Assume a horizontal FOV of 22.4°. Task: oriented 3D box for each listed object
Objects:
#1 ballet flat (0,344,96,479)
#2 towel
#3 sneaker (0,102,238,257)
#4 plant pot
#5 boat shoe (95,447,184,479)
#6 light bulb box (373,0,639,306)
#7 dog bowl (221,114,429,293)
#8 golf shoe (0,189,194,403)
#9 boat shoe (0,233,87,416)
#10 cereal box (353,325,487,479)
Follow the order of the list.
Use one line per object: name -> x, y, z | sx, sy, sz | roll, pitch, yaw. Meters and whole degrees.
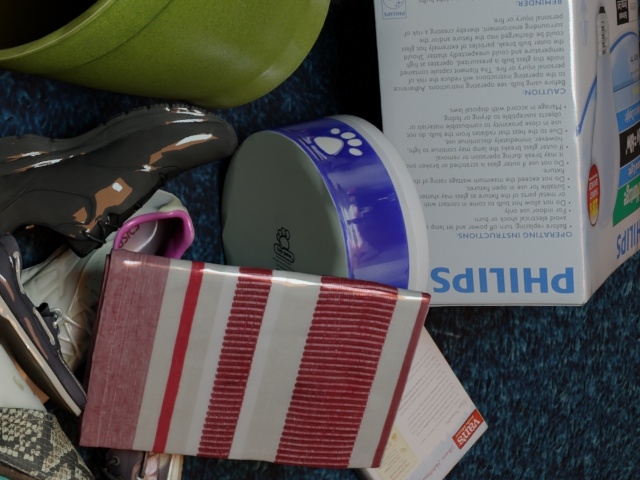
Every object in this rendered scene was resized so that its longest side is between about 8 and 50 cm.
ballet flat -> -0.390, 0.148, 1.465 | 0.483, 0.164, 0.182 | 15, 75, -37
towel -> -0.072, 0.126, 1.651 | 0.329, 0.037, 0.237 | 7, 122, -12
sneaker -> -0.218, -0.054, 1.629 | 0.286, 0.109, 0.130 | -15, 76, -3
plant pot -> -0.173, -0.288, 1.552 | 0.353, 0.366, 0.366 | 26, 80, -57
boat shoe -> -0.198, 0.227, 1.751 | 0.092, 0.103, 0.285 | 19, 85, -26
light bulb box -> 0.227, -0.135, 1.843 | 0.358, 0.225, 0.361 | -28, 115, -65
dog bowl -> 0.000, 0.000, 1.758 | 0.104, 0.265, 0.264 | -12, 103, -32
golf shoe -> -0.246, 0.063, 1.668 | 0.115, 0.140, 0.306 | 44, 72, -33
boat shoe -> -0.276, 0.084, 1.583 | 0.065, 0.075, 0.206 | -42, 118, -23
cereal box -> 0.089, 0.202, 1.982 | 0.173, 0.047, 0.240 | -45, 119, -23
